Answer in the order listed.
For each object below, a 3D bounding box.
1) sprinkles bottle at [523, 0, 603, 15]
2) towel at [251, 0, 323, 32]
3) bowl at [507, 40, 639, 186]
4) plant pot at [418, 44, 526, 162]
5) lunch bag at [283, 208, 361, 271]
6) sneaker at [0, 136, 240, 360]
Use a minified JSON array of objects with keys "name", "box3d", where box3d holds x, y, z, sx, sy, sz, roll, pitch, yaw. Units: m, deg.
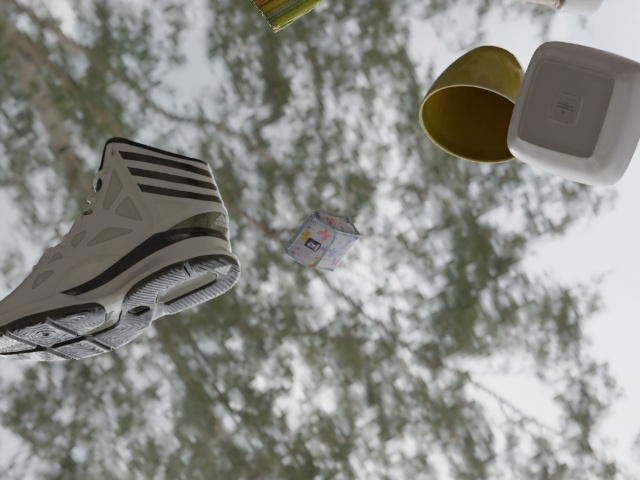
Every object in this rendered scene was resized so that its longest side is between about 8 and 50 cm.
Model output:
[{"name":"sprinkles bottle","box3d":[0.188,-0.372,1.955,0.355,0.121,0.121,9,-139,-4]},{"name":"towel","box3d":[-0.100,-0.411,2.213,0.102,0.237,0.021,-35,172,-29]},{"name":"bowl","box3d":[0.266,-0.136,1.620,0.142,0.053,0.142,20,-83,27]},{"name":"plant pot","box3d":[0.190,-0.168,1.777,0.134,0.134,0.095,-4,-130,32]},{"name":"lunch bag","box3d":[0.000,0.000,2.044,0.071,0.083,0.053,-52,-132,22]},{"name":"sneaker","box3d":[-0.324,0.007,2.287,0.447,0.169,0.258,-22,-119,23]}]
